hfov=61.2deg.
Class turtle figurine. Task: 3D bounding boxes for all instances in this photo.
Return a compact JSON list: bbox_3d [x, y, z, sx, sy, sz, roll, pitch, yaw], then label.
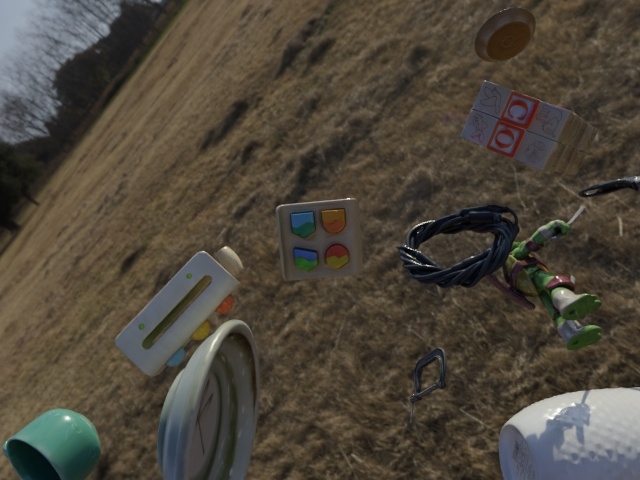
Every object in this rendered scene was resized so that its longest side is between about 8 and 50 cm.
[{"bbox_3d":[0.494,0.067,1.085,0.266,0.274,0.198,-102,23,-54],"label":"turtle figurine"}]

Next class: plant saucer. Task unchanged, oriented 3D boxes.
[{"bbox_3d":[-0.214,0.348,1.015,0.100,0.401,0.401,3,48,10],"label":"plant saucer"},{"bbox_3d":[0.250,-0.271,0.727,0.083,0.083,0.015,-35,49,30],"label":"plant saucer"}]

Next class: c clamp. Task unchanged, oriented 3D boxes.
[{"bbox_3d":[0.239,0.315,1.196,0.161,0.022,0.137,120,162,-47],"label":"c clamp"}]

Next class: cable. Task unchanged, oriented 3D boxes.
[{"bbox_3d":[0.195,0.013,0.796,0.184,0.047,0.151,-6,42,36],"label":"cable"}]

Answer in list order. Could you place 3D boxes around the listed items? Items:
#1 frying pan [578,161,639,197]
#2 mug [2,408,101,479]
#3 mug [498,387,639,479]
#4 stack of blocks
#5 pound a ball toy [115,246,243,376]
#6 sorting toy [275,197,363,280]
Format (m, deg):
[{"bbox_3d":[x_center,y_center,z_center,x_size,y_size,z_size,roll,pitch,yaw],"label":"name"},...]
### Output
[{"bbox_3d":[0.755,-0.163,1.214,0.325,0.197,0.053,4,41,30],"label":"frying pan"},{"bbox_3d":[-0.442,0.338,0.896,0.097,0.157,0.130,-42,-19,-53],"label":"mug"},{"bbox_3d":[0.561,0.498,1.160,0.276,0.327,0.375,-102,13,-56],"label":"mug"},{"bbox_3d":[0.329,-0.180,0.877,0.171,0.297,0.087,29,110,27],"label":"stack of blocks"},{"bbox_3d":[-0.290,0.157,1.251,0.319,0.135,0.208,-47,-3,-10],"label":"pound a ball toy"},{"bbox_3d":[0.000,0.000,1.343,0.208,0.193,0.038,-6,9,-4],"label":"sorting toy"}]
